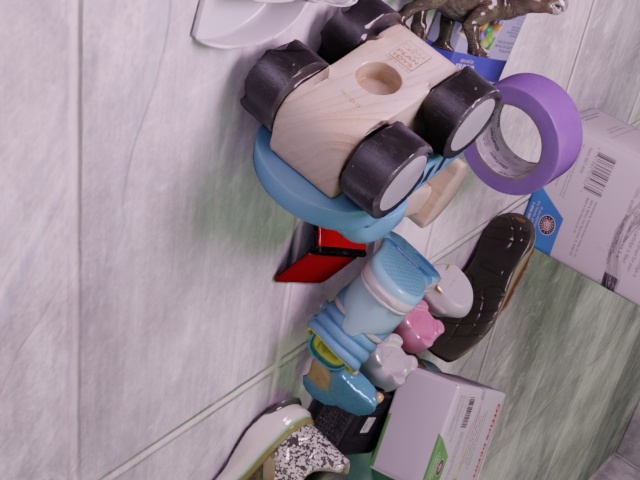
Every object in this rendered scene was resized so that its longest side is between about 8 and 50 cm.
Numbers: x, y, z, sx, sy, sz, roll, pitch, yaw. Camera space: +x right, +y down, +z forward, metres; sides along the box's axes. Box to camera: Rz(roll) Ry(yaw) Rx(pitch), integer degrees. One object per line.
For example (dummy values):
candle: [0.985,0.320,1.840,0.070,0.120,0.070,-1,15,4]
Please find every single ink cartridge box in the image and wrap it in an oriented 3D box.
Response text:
ink cartridge box: [0.226,0.354,2.017,0.278,0.117,0.201,22,87,-61]
ink cartridge box: [0.637,-0.051,2.163,0.166,0.395,0.285,-22,136,-48]
ink cartridge box: [0.247,-0.345,1.601,0.186,0.065,0.311,-6,125,-56]

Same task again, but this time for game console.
game console: [0.000,0.000,1.601,0.144,0.085,0.124,5,83,-60]

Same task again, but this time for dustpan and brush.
dustpan and brush: [-0.036,-0.282,1.205,0.211,0.060,0.147,-15,131,-52]

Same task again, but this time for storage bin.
storage bin: [0.057,0.311,1.932,0.122,0.084,0.180,-61,153,6]

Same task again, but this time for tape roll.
tape roll: [0.327,-0.174,1.762,0.080,0.189,0.189,-30,142,-42]

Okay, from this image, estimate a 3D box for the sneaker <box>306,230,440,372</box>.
sneaker: [0.074,0.101,1.712,0.208,0.127,0.319,-48,173,16]

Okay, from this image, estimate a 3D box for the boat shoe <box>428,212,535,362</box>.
boat shoe: [0.328,0.102,2.119,0.324,0.123,0.120,-54,155,-5]

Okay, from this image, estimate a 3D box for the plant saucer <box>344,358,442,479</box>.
plant saucer: [0.172,0.392,2.132,0.318,0.044,0.317,-16,113,-42]

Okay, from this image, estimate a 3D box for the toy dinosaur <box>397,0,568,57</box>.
toy dinosaur: [0.174,-0.341,1.438,0.314,0.121,0.160,14,97,-24]

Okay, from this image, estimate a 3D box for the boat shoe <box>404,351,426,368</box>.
boat shoe: [0.131,0.227,1.999,0.072,0.068,0.190,-48,143,8]

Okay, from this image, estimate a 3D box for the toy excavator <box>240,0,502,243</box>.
toy excavator: [0.079,-0.109,1.461,0.433,0.222,0.445,-38,160,-33]

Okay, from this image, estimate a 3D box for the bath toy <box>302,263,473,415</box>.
bath toy: [0.121,0.153,1.834,0.348,0.151,0.129,-39,-176,-37]

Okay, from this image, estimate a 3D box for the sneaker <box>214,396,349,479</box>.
sneaker: [-0.103,0.458,1.717,0.410,0.182,0.158,-56,152,-3]
